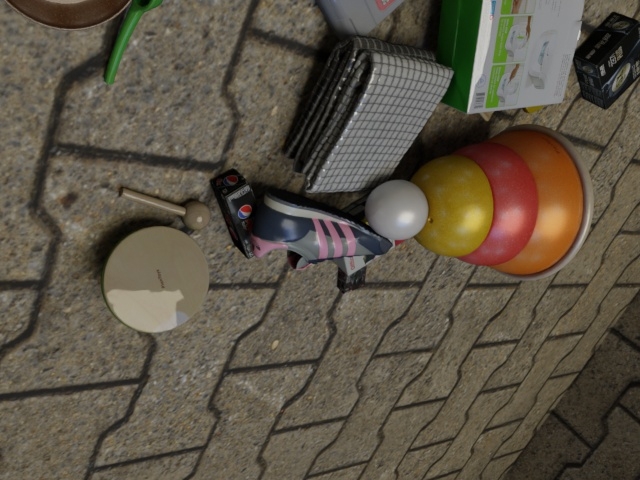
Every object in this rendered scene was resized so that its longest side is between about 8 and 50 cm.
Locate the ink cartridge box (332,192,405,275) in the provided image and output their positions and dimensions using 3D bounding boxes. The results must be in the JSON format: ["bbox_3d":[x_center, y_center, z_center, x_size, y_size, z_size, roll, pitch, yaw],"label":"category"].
[{"bbox_3d":[0.102,-0.021,1.372,0.175,0.072,0.127,-32,138,-15],"label":"ink cartridge box"}]

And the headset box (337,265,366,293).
[{"bbox_3d":[0.075,0.078,1.464,0.062,0.032,0.083,-19,135,-27],"label":"headset box"}]

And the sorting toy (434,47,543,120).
[{"bbox_3d":[0.379,-0.367,1.276,0.307,0.041,0.229,37,92,-36],"label":"sorting toy"}]

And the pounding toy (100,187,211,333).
[{"bbox_3d":[-0.296,0.037,1.088,0.183,0.110,0.237,10,87,-32],"label":"pounding toy"}]

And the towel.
[{"bbox_3d":[0.082,-0.225,1.135,0.235,0.121,0.284,-8,138,-45],"label":"towel"}]

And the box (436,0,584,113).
[{"bbox_3d":[0.346,-0.382,1.136,0.231,0.127,0.262,-12,121,-21],"label":"box"}]

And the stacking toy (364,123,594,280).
[{"bbox_3d":[0.288,-0.077,1.295,0.480,0.350,0.351,-2,125,-31],"label":"stacking toy"}]

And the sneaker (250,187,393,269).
[{"bbox_3d":[0.000,0.000,1.199,0.319,0.112,0.131,18,103,-36],"label":"sneaker"}]

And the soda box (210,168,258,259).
[{"bbox_3d":[-0.147,-0.047,1.151,0.053,0.060,0.169,-32,139,-18],"label":"soda box"}]

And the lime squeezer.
[{"bbox_3d":[-0.212,-0.353,0.859,0.310,0.059,0.110,-43,171,-3],"label":"lime squeezer"}]

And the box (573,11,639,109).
[{"bbox_3d":[0.714,-0.439,1.527,0.147,0.077,0.180,-45,140,2],"label":"box"}]

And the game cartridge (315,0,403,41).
[{"bbox_3d":[0.106,-0.483,1.003,0.294,0.060,0.196,-44,136,-1],"label":"game cartridge"}]

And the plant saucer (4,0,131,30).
[{"bbox_3d":[-0.316,-0.363,0.763,0.198,0.036,0.198,-22,136,-24],"label":"plant saucer"}]
